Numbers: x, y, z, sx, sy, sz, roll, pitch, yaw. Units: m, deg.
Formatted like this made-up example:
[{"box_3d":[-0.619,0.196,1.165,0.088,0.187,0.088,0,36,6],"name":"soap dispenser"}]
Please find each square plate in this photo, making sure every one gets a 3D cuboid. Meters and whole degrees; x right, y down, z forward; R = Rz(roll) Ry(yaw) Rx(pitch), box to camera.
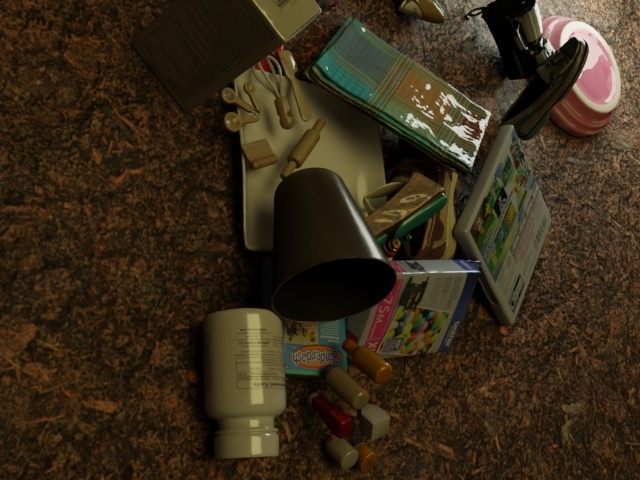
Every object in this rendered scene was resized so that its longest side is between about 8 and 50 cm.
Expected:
[{"box_3d":[-0.018,-0.134,1.646,0.344,0.049,0.347,5,73,-37],"name":"square plate"}]

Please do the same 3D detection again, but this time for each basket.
[{"box_3d":[0.000,0.000,1.450,0.154,0.204,0.227,75,0,-48],"name":"basket"}]

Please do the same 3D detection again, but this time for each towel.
[{"box_3d":[0.166,-0.294,1.733,0.370,0.040,0.271,32,40,-3],"name":"towel"}]

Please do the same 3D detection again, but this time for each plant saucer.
[{"box_3d":[0.671,-0.437,2.264,0.332,0.084,0.332,13,68,-35],"name":"plant saucer"}]

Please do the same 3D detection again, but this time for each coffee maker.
[{"box_3d":[0.464,-0.487,2.086,0.120,0.171,0.178,-44,127,-19],"name":"coffee maker"}]

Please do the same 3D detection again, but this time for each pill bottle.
[{"box_3d":[-0.121,0.231,1.397,0.131,0.131,0.229,8,72,-37],"name":"pill bottle"}]

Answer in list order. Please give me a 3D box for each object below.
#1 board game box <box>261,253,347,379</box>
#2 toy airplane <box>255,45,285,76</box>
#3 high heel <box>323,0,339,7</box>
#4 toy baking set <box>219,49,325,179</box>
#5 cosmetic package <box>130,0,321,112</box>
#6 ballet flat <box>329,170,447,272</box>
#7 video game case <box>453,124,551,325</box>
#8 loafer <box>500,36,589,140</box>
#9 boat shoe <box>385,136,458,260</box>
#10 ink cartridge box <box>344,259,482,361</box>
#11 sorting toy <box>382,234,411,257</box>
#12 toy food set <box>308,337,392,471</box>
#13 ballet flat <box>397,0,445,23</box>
[{"box_3d":[-0.029,0.139,1.554,0.160,0.047,0.210,11,70,-36],"name":"board game box"},{"box_3d":[-0.111,-0.372,1.659,0.151,0.028,0.151,14,66,-36],"name":"toy airplane"},{"box_3d":[0.046,-0.587,1.823,0.117,0.082,0.244,9,63,-38],"name":"high heel"},{"box_3d":[-0.076,-0.235,1.579,0.197,0.030,0.256,48,52,-16],"name":"toy baking set"},{"box_3d":[-0.162,-0.348,1.428,0.160,0.309,0.113,53,52,-15],"name":"cosmetic package"},{"box_3d":[0.097,-0.031,1.610,0.316,0.107,0.106,-34,72,-30],"name":"ballet flat"},{"box_3d":[0.405,-0.033,1.899,0.300,0.036,0.329,57,48,-35],"name":"video game case"},{"box_3d":[0.521,-0.359,2.030,0.084,0.267,0.096,21,22,-24],"name":"loafer"},{"box_3d":[0.197,-0.118,1.759,0.123,0.123,0.342,9,77,-48],"name":"boat shoe"},{"box_3d":[0.189,0.129,1.658,0.311,0.065,0.186,-1,118,-41],"name":"ink cartridge box"},{"box_3d":[0.145,-0.013,1.683,0.061,0.042,0.102,30,61,-31],"name":"sorting toy"},{"box_3d":[0.047,0.294,1.522,0.111,0.104,0.232,-18,127,-31],"name":"toy food set"},{"box_3d":[0.179,-0.548,1.928,0.232,0.080,0.073,43,82,-17],"name":"ballet flat"}]
